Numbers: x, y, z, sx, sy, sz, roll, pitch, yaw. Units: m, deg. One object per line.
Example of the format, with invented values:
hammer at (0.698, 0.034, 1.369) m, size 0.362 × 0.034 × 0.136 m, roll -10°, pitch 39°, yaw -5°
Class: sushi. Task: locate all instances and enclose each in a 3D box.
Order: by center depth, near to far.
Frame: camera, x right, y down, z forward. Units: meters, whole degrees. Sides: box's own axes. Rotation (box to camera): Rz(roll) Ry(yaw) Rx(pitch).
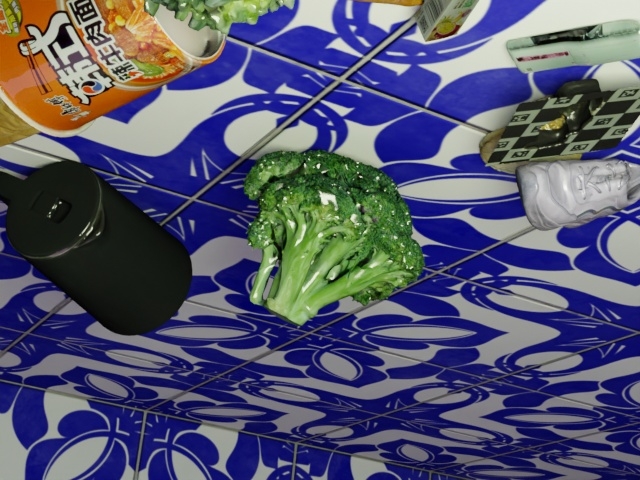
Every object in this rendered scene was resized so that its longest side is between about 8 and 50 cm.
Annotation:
sushi at (0.323, -0.171, 1.546) m, size 0.192 × 0.050 × 0.215 m, roll -9°, pitch 163°, yaw -7°

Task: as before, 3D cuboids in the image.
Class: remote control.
remote control at (0.313, -0.232, 1.429) m, size 0.166 × 0.029 × 0.065 m, roll -6°, pitch 156°, yaw 26°

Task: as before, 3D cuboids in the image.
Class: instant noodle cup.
instant noodle cup at (-0.230, -0.256, 1.253) m, size 0.192 × 0.250 × 0.250 m, roll -16°, pitch 151°, yaw 24°

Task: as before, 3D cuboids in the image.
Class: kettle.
kettle at (-0.386, -0.010, 1.990) m, size 0.203 × 0.262 × 0.308 m, roll -35°, pitch 146°, yaw 3°

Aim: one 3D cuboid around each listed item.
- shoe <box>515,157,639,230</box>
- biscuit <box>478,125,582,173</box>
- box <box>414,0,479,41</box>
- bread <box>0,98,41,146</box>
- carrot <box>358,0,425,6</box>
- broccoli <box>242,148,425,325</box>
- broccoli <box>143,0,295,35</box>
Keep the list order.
shoe at (0.373, -0.076, 1.673) m, size 0.138 × 0.095 × 0.245 m, roll -24°, pitch 164°, yaw 31°
biscuit at (0.302, -0.129, 1.694) m, size 0.152 × 0.020 × 0.152 m, roll 4°, pitch 158°, yaw 2°
box at (0.161, -0.287, 1.292) m, size 0.050 × 0.041 × 0.207 m, roll -16°, pitch 164°, yaw -20°
bread at (-0.444, -0.195, 1.582) m, size 0.288 × 0.119 × 0.152 m, roll -13°, pitch 149°, yaw 35°
carrot at (0.031, -0.293, 1.348) m, size 0.190 × 0.037 × 0.037 m, roll 8°, pitch 158°, yaw -15°
broccoli at (0.000, 0.000, 1.779) m, size 0.308 × 0.275 × 0.308 m, roll 30°, pitch 168°, yaw 7°
broccoli at (-0.082, -0.335, 1.000) m, size 0.348 × 0.293 × 0.281 m, roll 14°, pitch 120°, yaw -46°
